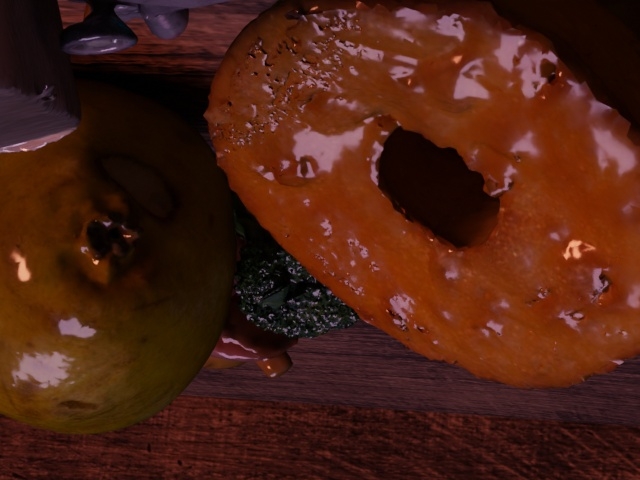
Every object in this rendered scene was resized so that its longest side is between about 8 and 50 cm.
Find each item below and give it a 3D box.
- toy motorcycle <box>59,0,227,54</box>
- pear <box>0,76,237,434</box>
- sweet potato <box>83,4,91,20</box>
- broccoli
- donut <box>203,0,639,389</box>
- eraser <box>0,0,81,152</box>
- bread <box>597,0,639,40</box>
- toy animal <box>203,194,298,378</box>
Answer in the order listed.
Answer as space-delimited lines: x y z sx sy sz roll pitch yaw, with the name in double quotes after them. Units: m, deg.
-0.048 -0.159 0.836 0.171 0.110 0.260 -5 175 -14 "toy motorcycle"
-0.186 0.013 1.261 0.269 0.269 0.321 10 -179 -18 "pear"
-0.128 -0.154 1.050 0.026 0.026 0.115 10 161 -15 "sweet potato"
0.000 0.000 1.361 0.156 0.195 0.195 26 167 4 "broccoli"
0.081 -0.051 0.928 0.278 0.108 0.277 22 143 17 "donut"
-0.288 -0.095 0.844 0.331 0.150 0.331 -15 -179 0 "eraser"
0.130 -0.091 1.044 0.245 0.102 0.094 -9 154 43 "bread"
-0.091 0.045 1.607 0.169 0.195 0.281 -32 179 -25 "toy animal"
